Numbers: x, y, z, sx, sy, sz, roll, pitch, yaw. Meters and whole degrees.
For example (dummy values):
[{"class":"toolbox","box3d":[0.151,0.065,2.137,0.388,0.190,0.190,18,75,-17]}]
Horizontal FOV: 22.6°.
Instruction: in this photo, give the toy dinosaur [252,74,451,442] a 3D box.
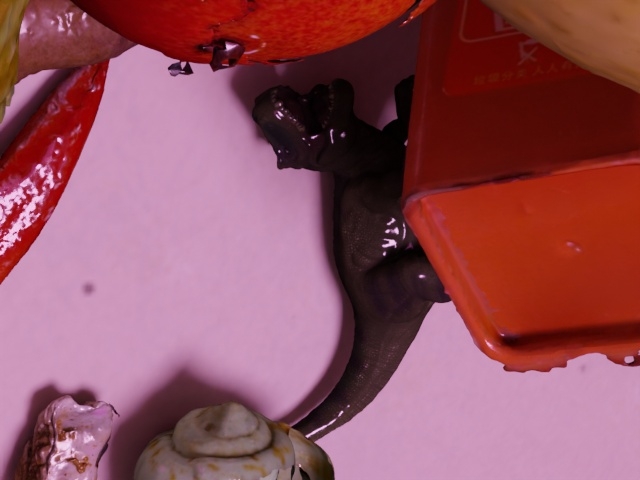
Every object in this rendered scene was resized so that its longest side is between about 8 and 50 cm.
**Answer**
[{"class":"toy dinosaur","box3d":[0.000,0.000,0.798,0.179,0.087,0.187,-24,114,19]}]

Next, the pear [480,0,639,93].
[{"class":"pear","box3d":[0.159,-0.198,0.404,0.348,0.348,0.348,-16,119,-30]}]

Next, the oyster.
[{"class":"oyster","box3d":[-0.121,0.116,0.751,0.051,0.034,0.093,4,97,-54]}]

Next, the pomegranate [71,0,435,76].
[{"class":"pomegranate","box3d":[-0.019,-0.177,0.576,0.210,0.210,0.235,30,95,-41]}]

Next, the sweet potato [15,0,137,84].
[{"class":"sweet potato","box3d":[-0.141,-0.082,0.631,0.218,0.051,0.065,-9,114,-33]}]

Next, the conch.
[{"class":"conch","box3d":[-0.044,0.150,0.792,0.105,0.079,0.170,5,120,-13]}]

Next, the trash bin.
[{"class":"trash bin","box3d":[0.126,-0.064,0.709,0.184,0.161,0.239,57,35,-42]}]

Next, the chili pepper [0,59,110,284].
[{"class":"chili pepper","box3d":[-0.134,-0.012,0.684,0.045,0.027,0.178,40,83,-40]}]

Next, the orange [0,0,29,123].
[{"class":"orange","box3d":[-0.229,-0.103,0.439,0.300,0.223,0.301,-13,119,-13]}]
